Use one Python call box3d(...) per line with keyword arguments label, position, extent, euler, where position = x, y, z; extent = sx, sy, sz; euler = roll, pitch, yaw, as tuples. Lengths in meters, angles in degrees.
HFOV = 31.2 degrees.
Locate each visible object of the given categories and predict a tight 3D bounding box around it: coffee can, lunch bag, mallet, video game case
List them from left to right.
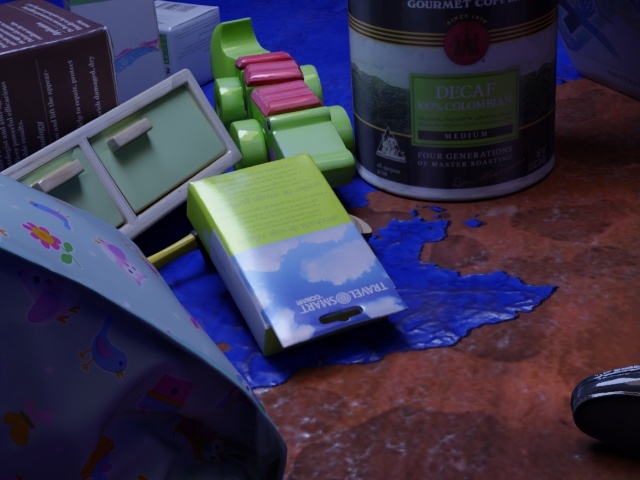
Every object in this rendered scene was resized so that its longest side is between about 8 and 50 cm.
box3d(label="lunch bag", position=(-0.163, 0.066, 0.709), extent=(0.262, 0.160, 0.223), euler=(29, 4, -37))
box3d(label="mallet", position=(-0.144, 0.014, 0.929), extent=(0.190, 0.062, 0.039), euler=(-24, 33, -34))
box3d(label="coffee can", position=(0.125, -0.202, 1.082), extent=(0.202, 0.275, 0.201), euler=(-4, 27, 2))
box3d(label="video game case", position=(0.296, -0.256, 1.139), extent=(0.036, 0.329, 0.300), euler=(-40, 35, -6))

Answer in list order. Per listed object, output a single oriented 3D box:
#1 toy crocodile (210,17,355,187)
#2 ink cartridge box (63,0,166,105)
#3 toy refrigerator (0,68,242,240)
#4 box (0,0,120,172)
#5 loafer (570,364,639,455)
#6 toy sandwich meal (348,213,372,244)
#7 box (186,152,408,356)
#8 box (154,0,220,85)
box3d(label="toy crocodile", position=(-0.044, -0.136, 1.164), extent=(0.115, 0.105, 0.340), euler=(-9, 28, -10))
box3d(label="ink cartridge box", position=(-0.225, -0.224, 1.246), extent=(0.093, 0.212, 0.154), euler=(-13, 29, -11))
box3d(label="toy refrigerator", position=(-0.185, -0.049, 0.982), extent=(0.094, 0.102, 0.269), euler=(-24, 11, 38))
box3d(label="box", position=(-0.317, -0.122, 1.105), extent=(0.203, 0.167, 0.168), euler=(-21, 32, -30))
box3d(label="loafer", position=(0.232, 0.116, 0.682), extent=(0.170, 0.062, 0.061), euler=(5, 33, 20))
box3d(label="toy sandwich meal", position=(0.000, 0.000, 0.978), extent=(0.086, 0.029, 0.085), euler=(-6, 31, 3))
box3d(label="box", position=(-0.021, 0.013, 0.885), extent=(0.109, 0.042, 0.178), euler=(-16, 52, -21))
box3d(label="box", position=(-0.187, -0.236, 1.398), extent=(0.101, 0.087, 0.102), euler=(13, 32, 30))
